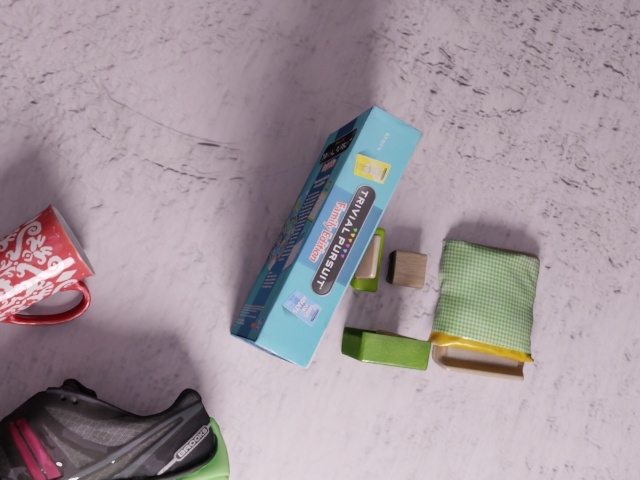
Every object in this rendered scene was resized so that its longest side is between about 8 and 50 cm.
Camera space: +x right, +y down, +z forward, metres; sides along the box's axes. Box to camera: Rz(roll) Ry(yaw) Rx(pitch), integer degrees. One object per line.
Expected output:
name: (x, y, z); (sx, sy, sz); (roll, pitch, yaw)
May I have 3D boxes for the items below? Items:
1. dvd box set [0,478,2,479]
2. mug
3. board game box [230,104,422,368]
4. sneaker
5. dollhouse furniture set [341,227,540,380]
dvd box set: (-0.555, 0.388, 1.164); (0.420, 0.062, 0.307); (-34, 82, -20)
mug: (-0.399, 0.056, 1.382); (0.169, 0.113, 0.150); (-30, 91, -8)
board game box: (0.000, 0.000, 1.391); (0.079, 0.254, 0.336); (28, 82, -10)
sneaker: (-0.368, 0.293, 1.364); (0.483, 0.185, 0.202); (-4, 69, -14)
dollhouse furniture set: (0.197, 0.093, 1.478); (0.301, 0.151, 0.197); (9, 85, -11)
